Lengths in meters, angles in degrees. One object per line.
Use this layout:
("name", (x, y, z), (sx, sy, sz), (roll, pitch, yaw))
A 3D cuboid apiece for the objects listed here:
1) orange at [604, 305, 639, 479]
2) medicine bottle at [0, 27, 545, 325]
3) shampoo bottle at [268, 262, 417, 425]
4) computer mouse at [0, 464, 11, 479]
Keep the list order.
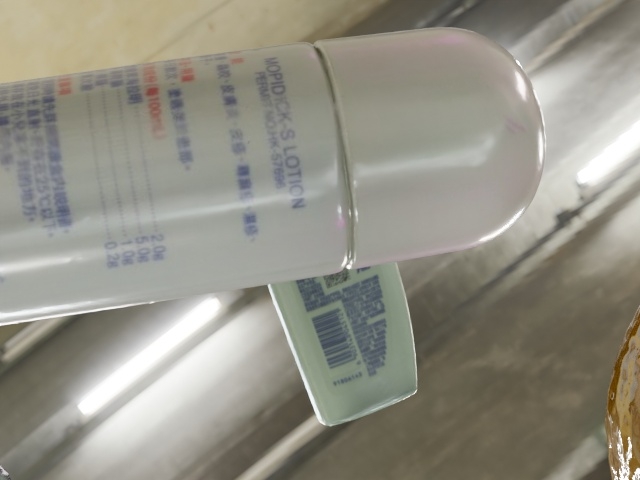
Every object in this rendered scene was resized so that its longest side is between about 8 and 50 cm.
("orange", (0.233, 0.095, 0.616), (0.193, 0.219, 0.219), (-20, -162, -9))
("medicine bottle", (-0.046, -0.039, 0.706), (0.341, 0.130, 0.130), (-9, -161, -6))
("shampoo bottle", (0.000, 0.000, 1.334), (0.134, 0.359, 0.078), (-20, -178, -12))
("computer mouse", (-0.136, 0.123, 0.279), (0.229, 0.113, 0.068), (-59, -173, -27))
